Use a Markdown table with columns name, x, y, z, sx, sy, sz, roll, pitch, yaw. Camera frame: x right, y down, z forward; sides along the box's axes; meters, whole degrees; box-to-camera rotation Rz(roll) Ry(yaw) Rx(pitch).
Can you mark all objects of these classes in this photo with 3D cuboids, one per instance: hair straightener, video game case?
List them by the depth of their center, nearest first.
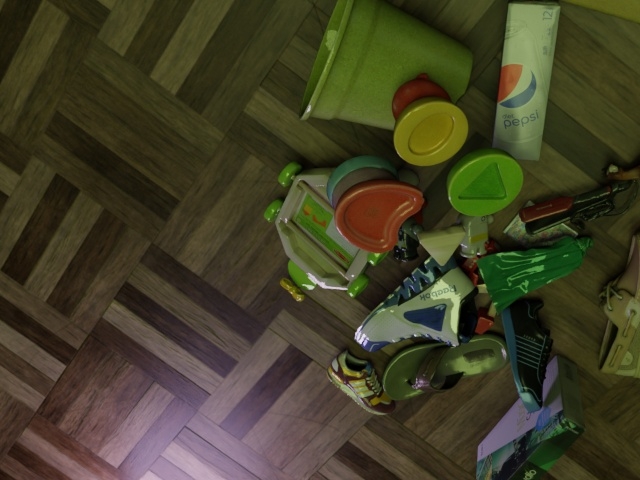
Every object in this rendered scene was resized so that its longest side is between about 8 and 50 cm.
| name | x | y | z | sx | sy | sz | roll | pitch | yaw |
| --- | --- | --- | --- | --- | --- | --- | --- | --- | --- |
| hair straightener | 0.513 | -0.061 | 1.569 | 0.231 | 0.047 | 0.089 | -22 | 132 | 13 |
| video game case | 0.449 | -0.017 | 1.624 | 0.122 | 0.011 | 0.087 | 34 | 118 | -3 |

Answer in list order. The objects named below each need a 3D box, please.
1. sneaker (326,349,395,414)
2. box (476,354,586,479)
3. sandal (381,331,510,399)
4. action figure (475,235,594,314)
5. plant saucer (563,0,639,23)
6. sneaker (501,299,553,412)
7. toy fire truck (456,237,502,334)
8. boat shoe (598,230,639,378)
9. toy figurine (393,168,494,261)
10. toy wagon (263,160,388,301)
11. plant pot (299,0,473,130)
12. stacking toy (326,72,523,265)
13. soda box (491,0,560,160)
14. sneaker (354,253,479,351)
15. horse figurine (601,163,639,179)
| name | x | y | z | sx | sy | sz | roll | pitch | yaw |
| --- | --- | --- | --- | --- | --- | --- | --- | --- | --- |
| sneaker | 0.106 | 0.329 | 1.833 | 0.186 | 0.069 | 0.084 | 34 | 123 | -5 |
| box | 0.442 | 0.426 | 1.708 | 0.059 | 0.232 | 0.322 | 29 | 117 | -1 |
| sandal | 0.269 | 0.282 | 1.763 | 0.303 | 0.086 | 0.120 | -23 | 107 | 22 |
| action figure | 0.441 | 0.047 | 1.605 | 0.232 | 0.063 | 0.137 | -22 | 117 | 7 |
| plant saucer | 0.484 | -0.493 | 1.253 | 0.333 | 0.080 | 0.333 | 13 | 162 | -7 |
| sneaker | 0.444 | 0.238 | 1.659 | 0.091 | 0.081 | 0.232 | -15 | 78 | 21 |
| toy fire truck | 0.341 | 0.092 | 1.680 | 0.135 | 0.047 | 0.192 | 30 | 117 | -2 |
| boat shoe | 0.618 | 0.133 | 1.592 | 0.110 | 0.121 | 0.341 | 1 | 116 | 12 |
| toy figurine | 0.229 | -0.060 | 1.546 | 0.213 | 0.209 | 0.148 | -2 | 108 | 14 |
| toy wagon | 0.000 | 0.000 | 1.666 | 0.267 | 0.068 | 0.344 | 42 | 140 | 13 |
| plant pot | 0.125 | -0.307 | 1.446 | 0.254 | 0.276 | 0.276 | 19 | 118 | -9 |
| stacking toy | 0.176 | -0.117 | 1.384 | 0.280 | 0.130 | 0.309 | 23 | 123 | -29 |
| soda box | 0.374 | -0.297 | 1.463 | 0.091 | 0.098 | 0.286 | 6 | 116 | 11 |
| sneaker | 0.219 | 0.166 | 1.657 | 0.182 | 0.127 | 0.315 | 46 | 128 | 8 |
| horse figurine | 0.664 | -0.150 | 1.448 | 0.263 | 0.174 | 0.066 | -15 | 80 | 6 |
